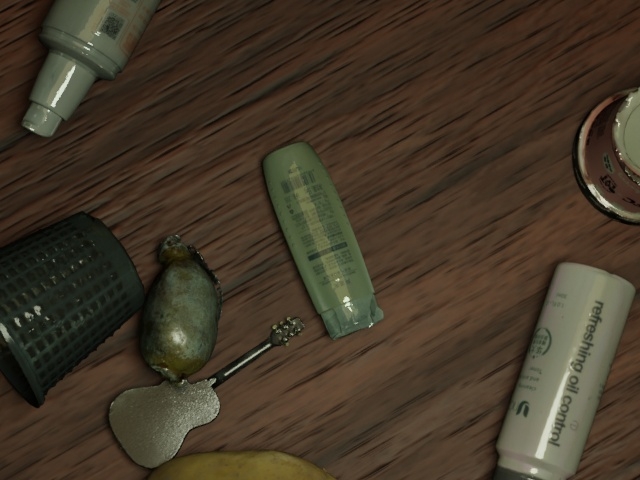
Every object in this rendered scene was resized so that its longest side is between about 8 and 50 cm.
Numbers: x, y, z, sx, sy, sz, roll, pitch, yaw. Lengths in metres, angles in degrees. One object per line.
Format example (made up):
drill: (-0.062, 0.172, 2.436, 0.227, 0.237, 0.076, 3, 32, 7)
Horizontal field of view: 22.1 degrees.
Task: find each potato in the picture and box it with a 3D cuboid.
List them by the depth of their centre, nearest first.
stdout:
potato: (-0.064, 0.296, 1.674, 0.234, 0.128, 0.161, -1, 67, 1)

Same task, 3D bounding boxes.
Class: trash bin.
trash bin: (-0.274, 0.057, 1.677, 0.161, 0.175, 0.175, -34, 86, -20)

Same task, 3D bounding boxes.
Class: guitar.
guitar: (-0.115, 0.151, 1.732, 0.233, 0.025, 0.088, -34, 84, -7)

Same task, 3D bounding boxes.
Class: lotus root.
lotus root: (-0.145, 0.073, 1.708, 0.088, 0.088, 0.165, 5, 61, -3)

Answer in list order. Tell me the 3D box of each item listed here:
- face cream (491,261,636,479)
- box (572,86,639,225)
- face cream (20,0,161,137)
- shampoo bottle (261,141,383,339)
face cream: (0.241, 0.180, 1.718, 0.092, 0.092, 0.311, 21, 83, -1)
box: (0.356, -0.098, 1.739, 0.151, 0.135, 0.151, 1, 83, -5)
face cream: (-0.243, -0.221, 1.736, 0.101, 0.101, 0.252, 28, 83, 0)
shampoo bottle: (0.000, 0.000, 1.747, 0.072, 0.049, 0.212, -19, 83, -9)
